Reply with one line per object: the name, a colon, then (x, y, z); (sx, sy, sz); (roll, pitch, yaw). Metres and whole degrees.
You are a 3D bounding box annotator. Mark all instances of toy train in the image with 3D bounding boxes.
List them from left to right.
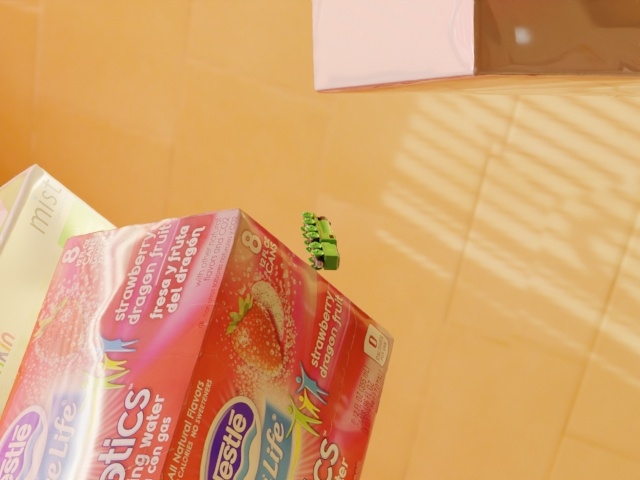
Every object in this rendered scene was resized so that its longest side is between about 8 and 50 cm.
toy train: (0.000, 0.000, 1.225); (0.023, 0.017, 0.083); (1, -155, -7)

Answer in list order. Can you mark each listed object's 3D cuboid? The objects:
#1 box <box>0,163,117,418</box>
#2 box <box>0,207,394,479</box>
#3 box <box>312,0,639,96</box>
box: (-0.206, 0.116, 1.272); (0.231, 0.127, 0.262); (41, -143, -23)
box: (-0.074, 0.129, 0.743); (0.122, 0.128, 0.257); (-7, -125, 38)
box: (0.192, -0.182, 1.087); (0.345, 0.168, 0.215); (-2, -177, -26)
